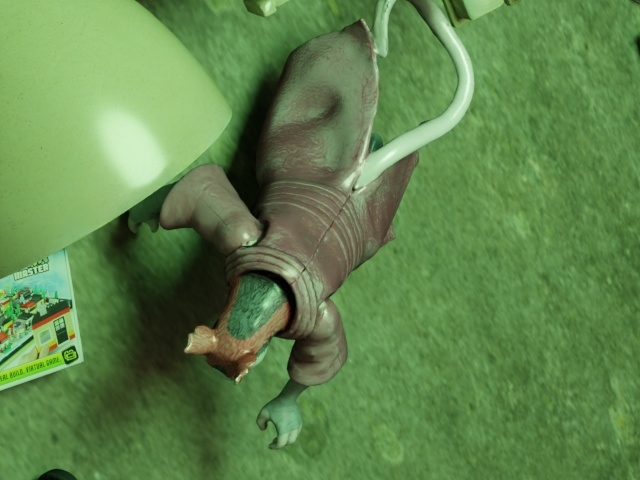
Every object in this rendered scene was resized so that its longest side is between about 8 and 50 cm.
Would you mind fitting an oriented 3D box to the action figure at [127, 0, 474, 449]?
[{"bbox_3d":[0.000,0.000,1.632,0.248,0.276,0.370,48,36,-17],"label":"action figure"}]

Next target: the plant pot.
[{"bbox_3d":[-0.236,-0.108,1.429,0.284,0.284,0.191,-39,108,-31],"label":"plant pot"}]

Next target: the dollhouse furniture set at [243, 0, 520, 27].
[{"bbox_3d":[-0.010,-0.276,1.588,0.355,0.174,0.303,-29,112,-14],"label":"dollhouse furniture set"}]

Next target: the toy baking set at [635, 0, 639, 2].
[{"bbox_3d":[0.411,-0.319,2.131,0.197,0.030,0.256,9,89,-39],"label":"toy baking set"}]

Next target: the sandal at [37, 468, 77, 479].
[{"bbox_3d":[-0.203,0.278,1.640,0.040,0.067,0.179,-16,104,-51],"label":"sandal"}]

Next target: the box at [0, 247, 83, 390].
[{"bbox_3d":[-0.291,0.071,1.547,0.207,0.036,0.114,-19,108,-39],"label":"box"}]
